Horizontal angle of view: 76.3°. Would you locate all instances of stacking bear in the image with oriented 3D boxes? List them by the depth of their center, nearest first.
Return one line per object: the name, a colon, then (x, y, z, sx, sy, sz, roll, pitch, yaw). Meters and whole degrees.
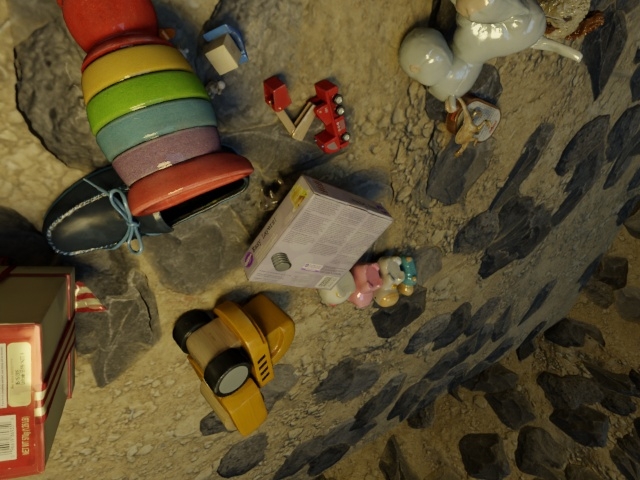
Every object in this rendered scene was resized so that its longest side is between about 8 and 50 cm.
stacking bear: (-0.229, -0.194, 0.530, 0.175, 0.164, 0.289, -21, 98, 3)

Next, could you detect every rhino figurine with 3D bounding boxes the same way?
rhino figurine: (-0.044, -0.073, 0.887, 0.106, 0.073, 0.243, -48, 142, 17)

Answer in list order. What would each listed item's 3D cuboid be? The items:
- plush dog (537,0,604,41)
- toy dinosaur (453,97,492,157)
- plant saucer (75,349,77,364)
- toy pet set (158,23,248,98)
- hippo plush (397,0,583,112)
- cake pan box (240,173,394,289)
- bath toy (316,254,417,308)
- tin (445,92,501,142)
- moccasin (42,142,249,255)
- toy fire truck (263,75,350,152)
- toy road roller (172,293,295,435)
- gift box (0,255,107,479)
plush dog: (0.526, -0.544, 0.882, 0.262, 0.211, 0.225, 1, 144, -5)
toy dinosaur: (0.366, -0.278, 0.996, 0.092, 0.053, 0.183, -28, 137, -13)
plant saucer: (-0.574, 0.231, 0.765, 0.200, 0.037, 0.200, -21, 136, -22)
toy pet set: (-0.180, -0.289, 0.626, 0.114, 0.065, 0.122, -14, 141, 21)
hippo plush: (0.284, -0.408, 0.801, 0.294, 0.234, 0.236, 15, 146, -28)
cake pan box: (0.000, 0.000, 0.887, 0.267, 0.070, 0.246, 12, 128, -43)
bath toy: (0.125, 0.124, 1.162, 0.348, 0.129, 0.151, -3, 82, -39)
tin: (0.401, -0.313, 1.059, 0.189, 0.040, 0.106, 1, 128, -39)
moccasin: (-0.281, -0.071, 0.672, 0.342, 0.117, 0.138, -31, 138, -13)
toy fire truck: (-0.021, -0.237, 0.786, 0.135, 0.047, 0.192, -32, 139, -11)
toy road roller: (-0.183, 0.285, 1.001, 0.240, 0.202, 0.330, -32, 139, -29)
gift box: (-0.475, 0.178, 0.589, 0.276, 0.258, 0.255, 7, 101, -25)
